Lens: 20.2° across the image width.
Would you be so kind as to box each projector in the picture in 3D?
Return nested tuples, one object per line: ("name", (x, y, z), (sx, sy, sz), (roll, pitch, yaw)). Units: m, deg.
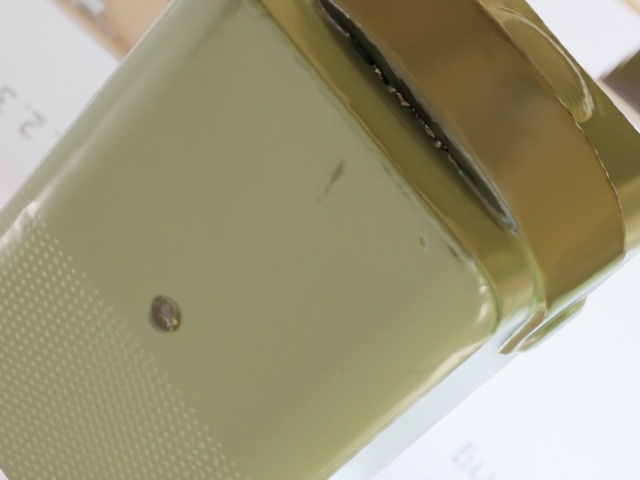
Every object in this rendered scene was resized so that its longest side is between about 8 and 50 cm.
("projector", (0.000, 0.000, 0.654), (0.163, 0.242, 0.177), (50, -148, 10))
